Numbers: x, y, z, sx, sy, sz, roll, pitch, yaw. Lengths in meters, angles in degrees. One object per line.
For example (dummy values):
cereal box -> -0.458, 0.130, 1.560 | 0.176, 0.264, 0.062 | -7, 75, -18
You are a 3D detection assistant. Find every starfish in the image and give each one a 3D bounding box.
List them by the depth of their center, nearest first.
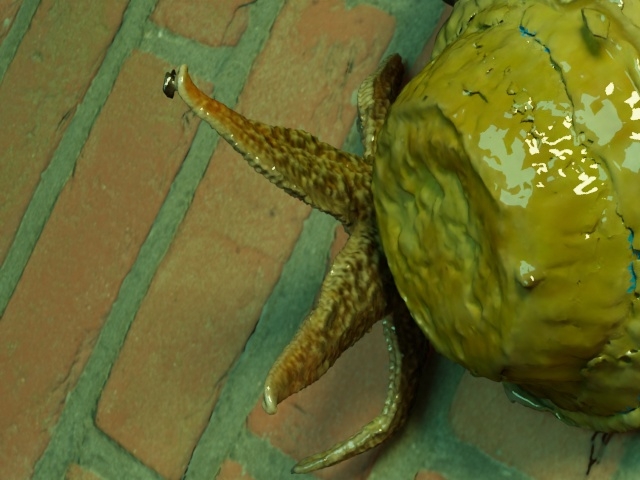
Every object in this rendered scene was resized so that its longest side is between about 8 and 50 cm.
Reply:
starfish -> 0.010, 0.001, 1.559 | 0.132, 0.384, 0.398 | -6, 83, 33

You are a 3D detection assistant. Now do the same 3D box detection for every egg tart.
egg tart -> 0.158, -0.024, 1.387 | 0.388, 0.169, 0.387 | 36, 134, 50

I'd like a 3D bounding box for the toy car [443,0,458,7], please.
toy car -> 0.246, -0.302, 1.471 | 0.336, 0.242, 0.226 | -16, 57, 43
